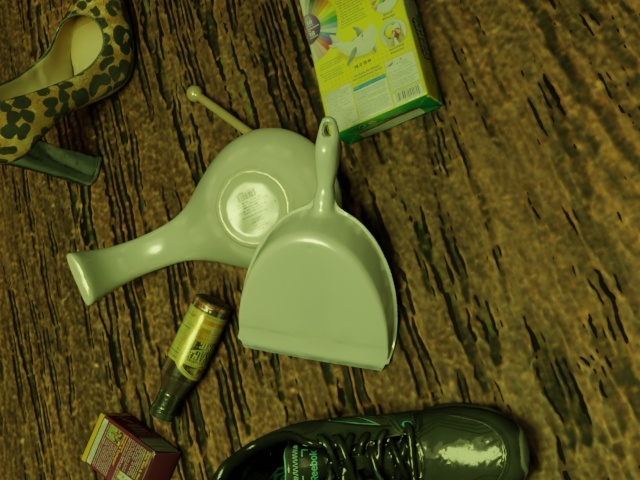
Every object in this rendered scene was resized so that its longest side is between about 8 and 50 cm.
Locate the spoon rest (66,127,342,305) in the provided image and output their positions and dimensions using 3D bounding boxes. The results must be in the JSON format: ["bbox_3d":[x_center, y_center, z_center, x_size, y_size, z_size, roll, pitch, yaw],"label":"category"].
[{"bbox_3d":[-0.108,-0.015,0.867,0.276,0.084,0.137,-20,93,17],"label":"spoon rest"}]

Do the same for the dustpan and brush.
[{"bbox_3d":[0.000,0.000,0.781,0.147,0.060,0.211,8,117,15],"label":"dustpan and brush"}]

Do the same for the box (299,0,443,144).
[{"bbox_3d":[0.042,-0.191,0.836,0.105,0.043,0.179,-20,73,26],"label":"box"}]

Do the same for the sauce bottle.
[{"bbox_3d":[-0.130,0.116,0.877,0.042,0.042,0.128,28,97,32],"label":"sauce bottle"}]

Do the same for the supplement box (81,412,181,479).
[{"bbox_3d":[-0.189,0.214,0.889,0.083,0.043,0.055,27,94,32],"label":"supplement box"}]

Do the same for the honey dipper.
[{"bbox_3d":[-0.086,-0.117,0.904,0.160,0.030,0.030,36,99,33],"label":"honey dipper"}]

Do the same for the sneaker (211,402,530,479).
[{"bbox_3d":[0.035,0.191,0.728,0.267,0.106,0.101,-15,72,26],"label":"sneaker"}]

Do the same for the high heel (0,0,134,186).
[{"bbox_3d":[-0.293,-0.200,0.948,0.093,0.186,0.261,2,82,31],"label":"high heel"}]
